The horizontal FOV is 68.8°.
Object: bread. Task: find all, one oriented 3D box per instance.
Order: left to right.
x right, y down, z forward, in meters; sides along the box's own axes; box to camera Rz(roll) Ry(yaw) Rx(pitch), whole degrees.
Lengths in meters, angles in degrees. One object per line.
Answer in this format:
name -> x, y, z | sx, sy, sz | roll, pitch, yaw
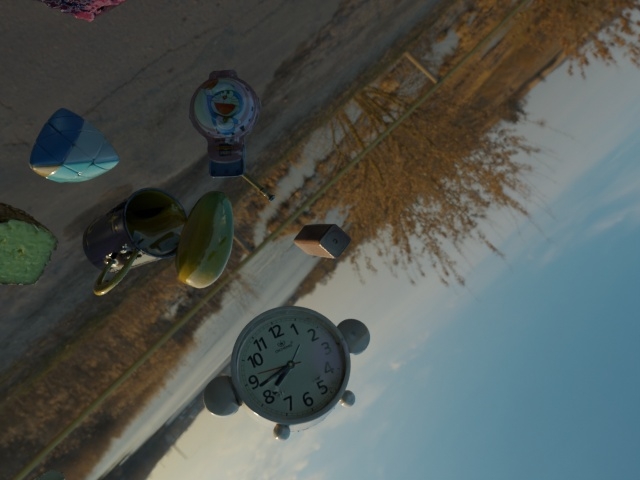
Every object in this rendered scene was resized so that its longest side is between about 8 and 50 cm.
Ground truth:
bread -> -0.688, -0.007, 0.929 | 0.261, 0.147, 0.160 | 7, 107, -56

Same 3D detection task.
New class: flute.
flute -> -0.231, -0.200, 1.453 | 0.027, 0.233, 0.027 | -46, 165, -16

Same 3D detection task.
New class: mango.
mango -> -0.224, -0.004, 0.917 | 0.130, 0.092, 0.194 | 33, -74, 52

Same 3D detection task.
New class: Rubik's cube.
Rubik's cube -> -0.743, -0.247, 1.413 | 0.254, 0.254, 0.254 | -46, 177, -3

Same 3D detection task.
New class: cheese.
cheese -> -0.245, -0.303, 1.207 | 0.189, 0.285, 0.074 | -2, 174, 1

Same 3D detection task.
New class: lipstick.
lipstick -> 0.000, 0.000, 0.791 | 0.045, 0.045, 0.145 | -53, -164, -10

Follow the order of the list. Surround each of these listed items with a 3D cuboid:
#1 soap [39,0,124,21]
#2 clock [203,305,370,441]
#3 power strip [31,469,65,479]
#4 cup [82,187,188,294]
soap -> -0.358, -0.437, 0.708 | 0.099, 0.162, 0.250 | -16, -146, 22
clock -> -0.038, 0.168, 0.608 | 0.229, 0.155, 0.063 | -23, 155, -18
power strip -> -0.634, 0.558, 1.049 | 0.030, 0.048, 0.191 | -59, 176, -11
cup -> -0.507, 0.003, 1.183 | 0.256, 0.178, 0.255 | -18, -165, 38
